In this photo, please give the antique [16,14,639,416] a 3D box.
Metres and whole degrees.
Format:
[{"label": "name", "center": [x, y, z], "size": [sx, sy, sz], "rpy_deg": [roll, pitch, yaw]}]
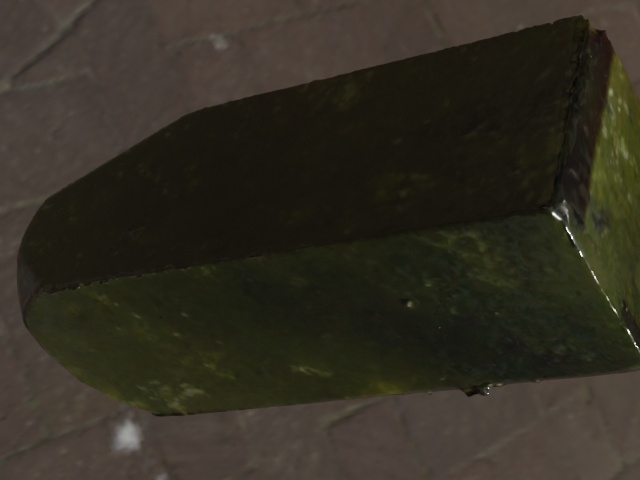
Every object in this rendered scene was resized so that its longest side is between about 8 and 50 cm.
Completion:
[{"label": "antique", "center": [0.000, 0.000, 0.572], "size": [0.081, 0.221, 0.080], "rpy_deg": [53, 42, -37]}]
